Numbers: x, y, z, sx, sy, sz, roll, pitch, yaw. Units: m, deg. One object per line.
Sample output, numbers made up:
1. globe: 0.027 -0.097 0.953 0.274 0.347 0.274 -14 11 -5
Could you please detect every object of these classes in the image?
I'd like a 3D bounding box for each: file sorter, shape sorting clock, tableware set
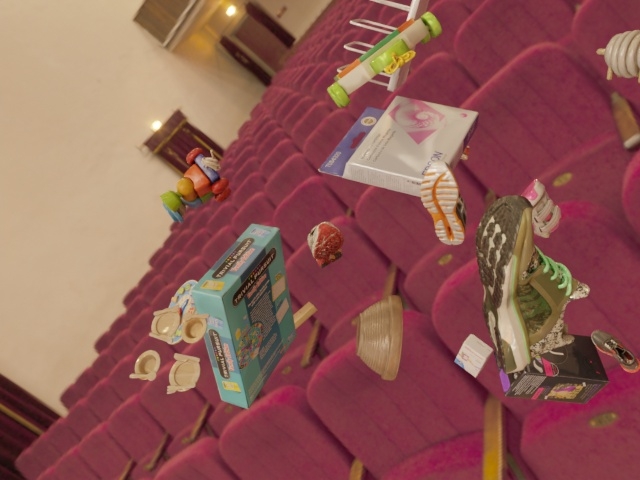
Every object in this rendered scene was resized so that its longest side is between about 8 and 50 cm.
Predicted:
1. file sorter: 0.173 -0.572 1.590 0.193 0.173 0.277 -53 -20 -63
2. shape sorting clock: -0.427 0.218 1.810 0.206 0.040 0.206 -28 48 36
3. tableware set: -0.272 0.197 1.089 0.141 0.020 0.168 0 64 24

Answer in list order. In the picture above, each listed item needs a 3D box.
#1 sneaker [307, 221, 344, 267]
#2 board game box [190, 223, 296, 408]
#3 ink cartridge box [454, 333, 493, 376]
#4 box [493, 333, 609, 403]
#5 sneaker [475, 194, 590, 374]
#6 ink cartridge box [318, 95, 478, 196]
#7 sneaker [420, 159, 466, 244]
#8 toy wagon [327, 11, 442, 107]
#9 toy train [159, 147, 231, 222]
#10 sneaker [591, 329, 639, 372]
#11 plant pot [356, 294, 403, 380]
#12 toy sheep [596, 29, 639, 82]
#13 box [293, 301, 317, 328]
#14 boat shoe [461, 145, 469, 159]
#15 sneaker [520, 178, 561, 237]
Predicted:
1. sneaker: 0.000 0.000 1.507 0.088 0.092 0.225 -29 -15 -10
2. board game box: -0.161 0.171 1.348 0.079 0.336 0.254 10 38 23
3. ink cartridge box: 0.502 0.378 1.937 0.052 0.088 0.122 -38 -28 -34
4. box: 0.691 0.379 1.781 0.143 0.270 0.165 107 167 -45
5. sneaker: 0.397 0.073 1.089 0.182 0.410 0.158 -14 40 3
6. ink cartridge box: 0.206 -0.262 1.548 0.324 0.330 0.071 -56 -27 -36
7. sneaker: 0.279 -0.092 1.308 0.084 0.215 0.083 4 43 28
8. toy wagon: 0.137 -0.400 1.296 0.267 0.068 0.344 -37 10 6
9. toy train: -0.277 -0.116 1.243 0.143 0.105 0.248 -40 -3 -9
10. sneaker: 0.843 0.305 1.685 0.061 0.065 0.158 -43 45 1
11. plant pot: 0.159 0.269 1.653 0.237 0.110 0.237 -176 90 -89
12. toy sheep: 0.556 -0.332 1.057 0.132 0.091 0.091 24 73 47
13. box: -0.096 0.259 1.751 0.201 0.021 0.164 -40 2 -6
14. boat shoe: 0.412 -0.287 1.907 0.049 0.137 0.043 22 -104 -68
15. sneaker: 0.577 -0.077 1.545 0.103 0.111 0.252 -51 -26 6
